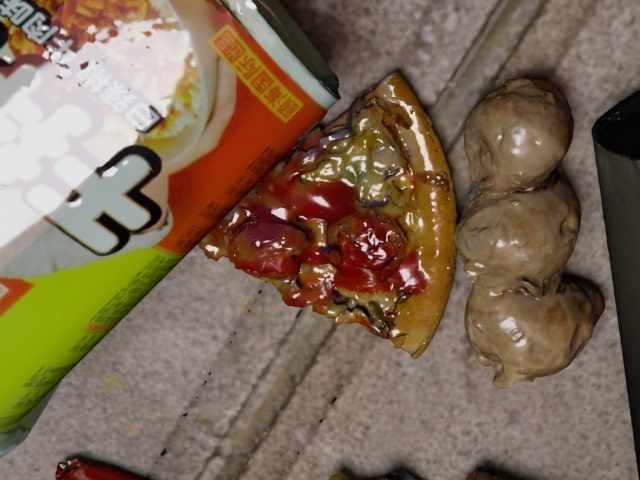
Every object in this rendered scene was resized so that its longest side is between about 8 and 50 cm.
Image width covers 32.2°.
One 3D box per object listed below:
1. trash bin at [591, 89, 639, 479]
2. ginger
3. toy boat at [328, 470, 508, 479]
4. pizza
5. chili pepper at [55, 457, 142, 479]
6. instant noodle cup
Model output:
[{"bbox_3d":[0.280,0.055,0.670,0.252,0.203,0.301,-22,109,-28],"label":"trash bin"},{"bbox_3d":[0.133,-0.006,0.733,0.104,0.080,0.204,-19,110,-22],"label":"ginger"},{"bbox_3d":[0.150,0.236,0.809,0.310,0.089,0.115,23,113,-3],"label":"toy boat"},{"bbox_3d":[0.000,0.000,0.762,0.193,0.053,0.201,-11,108,10],"label":"pizza"},{"bbox_3d":[-0.137,0.224,0.856,0.169,0.065,0.088,40,93,-3],"label":"chili pepper"},{"bbox_3d":[-0.166,-0.067,0.660,0.308,0.294,0.294,-39,101,10],"label":"instant noodle cup"}]
